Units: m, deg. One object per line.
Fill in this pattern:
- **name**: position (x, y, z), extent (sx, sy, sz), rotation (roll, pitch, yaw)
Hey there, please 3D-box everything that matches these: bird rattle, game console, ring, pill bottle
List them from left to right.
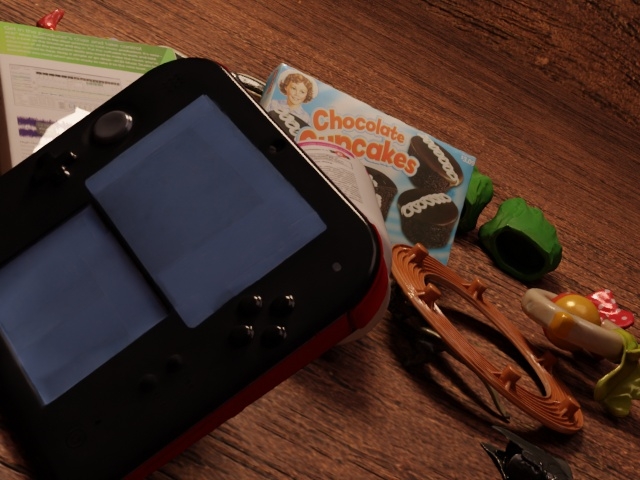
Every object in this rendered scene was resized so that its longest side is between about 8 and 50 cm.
- **game console**: position (-0.157, 0.016, 1.243), extent (0.386, 0.342, 0.060), rotation (49, -12, 41)
- **pill bottle**: position (0.000, 0.000, 1.690), extent (0.160, 0.160, 0.283), rotation (25, 20, -16)
- **ring**: position (0.219, 0.116, 1.806), extent (0.336, 0.032, 0.336), rotation (39, 14, -11)
- **bird rattle**: position (0.375, 0.114, 1.958), extent (0.207, 0.143, 0.253), rotation (24, 17, -22)

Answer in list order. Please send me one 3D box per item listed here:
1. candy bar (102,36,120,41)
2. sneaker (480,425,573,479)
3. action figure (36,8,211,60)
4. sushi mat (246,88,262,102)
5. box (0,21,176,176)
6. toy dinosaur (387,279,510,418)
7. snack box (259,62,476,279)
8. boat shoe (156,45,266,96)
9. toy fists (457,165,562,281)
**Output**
- **candy bar**: position (-0.269, -0.270, 2.165), extent (0.161, 0.018, 0.040), rotation (31, 16, 4)
- **sneaker**: position (0.241, 0.268, 1.558), extent (0.089, 0.051, 0.170), rotation (24, 16, -17)
- **action figure**: position (-0.251, -0.227, 1.939), extent (0.280, 0.091, 0.139), rotation (40, 50, 21)
- **sushi mat**: position (-0.070, -0.161, 2.052), extent (0.316, 0.019, 0.151), rotation (25, -21, -16)
- **box**: position (-0.259, -0.128, 1.630), extent (0.232, 0.058, 0.322), rotation (6, 42, -23)
- **toy dinosaur**: position (0.134, 0.116, 1.756), extent (0.118, 0.064, 0.268), rotation (18, 26, -48)
- **snack box**: position (0.050, -0.095, 1.967), extent (0.322, 0.187, 0.060), rotation (24, -23, -16)
- **boat shoe**: position (-0.162, -0.218, 2.096), extent (0.233, 0.084, 0.079), rotation (21, 17, -3)
- **toy fists**: position (0.267, -0.039, 2.262), extent (0.279, 0.096, 0.142), rotation (34, 30, 5)
